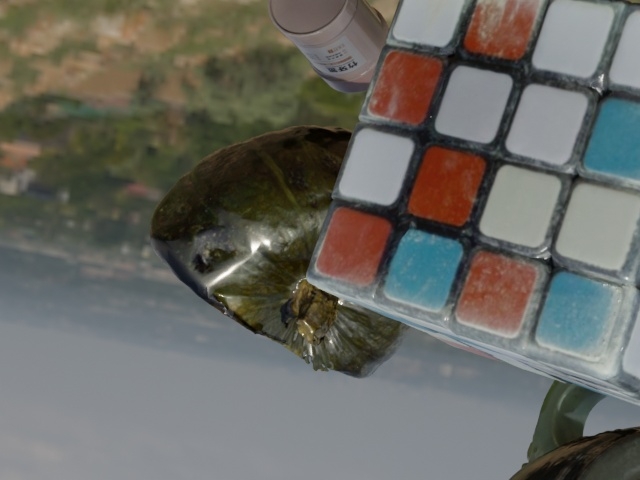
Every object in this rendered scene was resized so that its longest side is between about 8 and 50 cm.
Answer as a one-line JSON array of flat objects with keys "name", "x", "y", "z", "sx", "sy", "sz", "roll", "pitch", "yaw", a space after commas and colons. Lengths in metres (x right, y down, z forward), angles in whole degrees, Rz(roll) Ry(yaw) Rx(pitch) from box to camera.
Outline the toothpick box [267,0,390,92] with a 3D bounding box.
[{"name": "toothpick box", "x": 0.015, "y": -0.236, "z": 1.870, "sx": 0.098, "sy": 0.098, "sz": 0.149, "roll": 8, "pitch": 164, "yaw": 26}]

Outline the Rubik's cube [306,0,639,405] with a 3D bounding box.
[{"name": "Rubik's cube", "x": 0.184, "y": -0.029, "z": 1.241, "sx": 0.256, "sy": 0.253, "sz": 0.259, "roll": 17, "pitch": 177, "yaw": 35}]

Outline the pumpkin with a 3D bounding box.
[{"name": "pumpkin", "x": 0.000, "y": 0.000, "z": 1.820, "sx": 0.325, "sy": 0.232, "sz": 0.242, "roll": 26, "pitch": -156, "yaw": -37}]

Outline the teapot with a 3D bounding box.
[{"name": "teapot", "x": 0.244, "y": 0.254, "z": 1.580, "sx": 0.239, "sy": 0.322, "sz": 0.239, "roll": -8, "pitch": 180, "yaw": -31}]
